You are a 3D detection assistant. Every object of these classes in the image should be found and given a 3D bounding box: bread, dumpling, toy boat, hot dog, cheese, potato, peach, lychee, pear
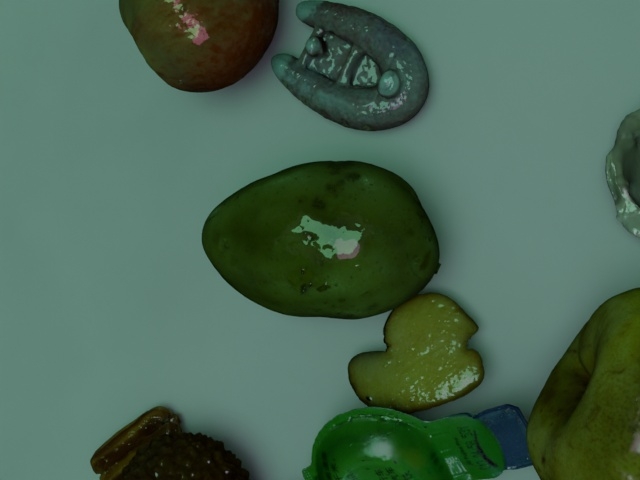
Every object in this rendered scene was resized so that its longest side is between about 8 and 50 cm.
[{"bbox_3d":[0.126,0.152,1.190,0.187,0.065,0.150,-20,73,21],"label":"bread"},{"bbox_3d":[0.408,-0.081,1.070,0.127,0.108,0.188,-1,104,44],"label":"dumpling"},{"bbox_3d":[0.039,-0.235,1.205,0.227,0.085,0.155,31,99,17],"label":"toy boat"},{"bbox_3d":[-0.274,0.308,1.335,0.165,0.045,0.071,-39,76,15],"label":"hot dog"},{"bbox_3d":[0.123,0.286,1.152,0.320,0.083,0.204,-22,109,23],"label":"cheese"},{"bbox_3d":[0.001,-0.001,1.155,0.304,0.215,0.216,3,91,27],"label":"potato"},{"bbox_3d":[-0.154,-0.323,1.212,0.232,0.232,0.233,0,90,19],"label":"peach"},{"bbox_3d":[-0.180,0.381,1.232,0.200,0.200,0.238,-30,89,17],"label":"lychee"},{"bbox_3d":[0.391,0.215,0.975,0.303,0.304,0.304,0,90,19],"label":"pear"}]
